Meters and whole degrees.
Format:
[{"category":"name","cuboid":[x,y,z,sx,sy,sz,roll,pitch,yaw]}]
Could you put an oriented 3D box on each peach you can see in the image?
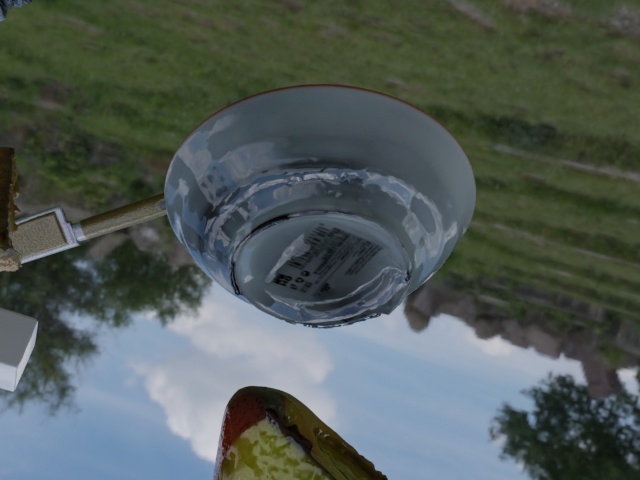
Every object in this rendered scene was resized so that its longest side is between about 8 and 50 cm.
[{"category":"peach","cuboid":[-0.007,0.258,0.815,0.267,0.154,0.159,40,179,20]}]

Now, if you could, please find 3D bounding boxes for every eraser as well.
[{"category":"eraser","cuboid":[-0.516,0.101,1.162,0.298,0.076,0.078,19,144,-8]}]

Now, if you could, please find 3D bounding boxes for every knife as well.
[{"category":"knife","cuboid":[-0.264,-0.013,0.941,0.256,0.046,0.022,-17,-166,7]}]

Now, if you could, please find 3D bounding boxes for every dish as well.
[{"category":"dish","cuboid":[0.000,0.000,0.750,0.260,0.260,0.085,13,-133,-16]}]

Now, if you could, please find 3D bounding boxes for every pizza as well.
[{"category":"pizza","cuboid":[-0.302,-0.029,0.772,0.178,0.131,0.041,10,139,16]}]

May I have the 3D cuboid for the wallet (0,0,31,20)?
[{"category":"wallet","cuboid":[-0.263,-0.234,0.591,0.167,0.036,0.222,48,171,-6]}]
